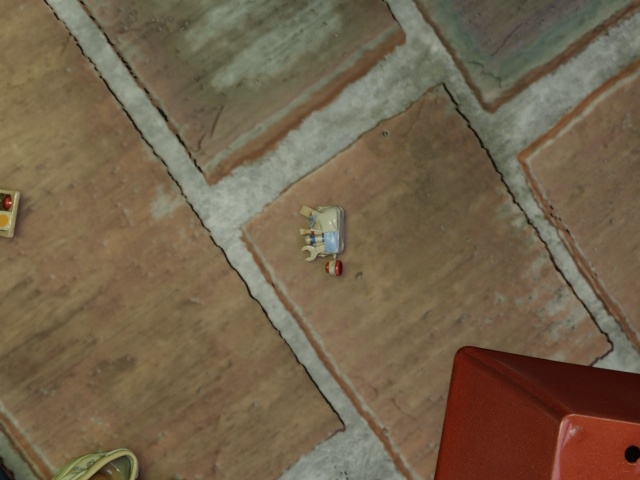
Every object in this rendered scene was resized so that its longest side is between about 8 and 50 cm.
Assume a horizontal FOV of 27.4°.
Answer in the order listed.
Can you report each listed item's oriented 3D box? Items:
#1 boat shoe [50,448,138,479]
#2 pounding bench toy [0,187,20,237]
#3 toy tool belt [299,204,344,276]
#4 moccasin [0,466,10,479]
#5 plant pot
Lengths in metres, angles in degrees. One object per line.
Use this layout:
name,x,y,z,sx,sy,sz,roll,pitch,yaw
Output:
boat shoe,-0.291,0.332,1.382,0.104,0.089,0.285,40,53,-13
pounding bench toy,-0.375,-0.036,1.434,0.065,0.083,0.052,9,92,-45
toy tool belt,0.000,0.000,1.533,0.051,0.052,0.083,0,88,17
moccasin,-0.464,0.320,1.298,0.342,0.138,0.117,-31,88,-35
plant pot,0.296,0.282,1.512,0.267,0.236,0.267,10,89,-14
